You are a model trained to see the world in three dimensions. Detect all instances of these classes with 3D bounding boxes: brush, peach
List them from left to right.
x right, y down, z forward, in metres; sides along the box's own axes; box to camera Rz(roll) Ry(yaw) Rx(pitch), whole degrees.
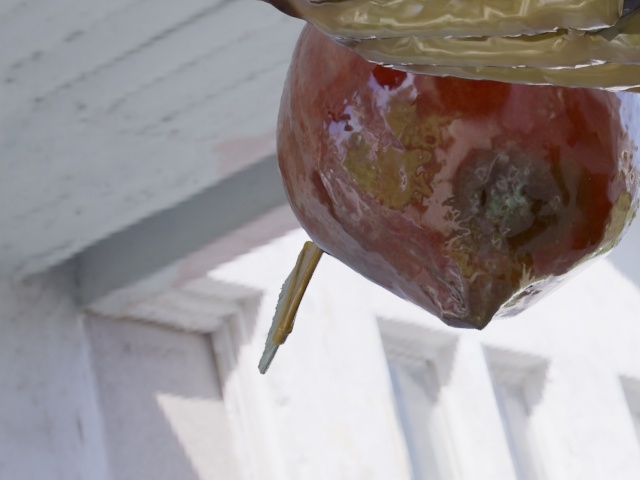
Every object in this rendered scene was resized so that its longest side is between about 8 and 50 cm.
[{"bbox_3d":[0.000,0.000,1.163,0.013,0.103,0.272,20,-41,-6],"label":"brush"},{"bbox_3d":[0.084,-0.056,0.871,0.232,0.256,0.232,7,-38,5],"label":"peach"}]

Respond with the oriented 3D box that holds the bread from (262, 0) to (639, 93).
[{"bbox_3d":[0.072,-0.178,0.465,0.149,0.274,0.274,-3,-8,41],"label":"bread"}]
